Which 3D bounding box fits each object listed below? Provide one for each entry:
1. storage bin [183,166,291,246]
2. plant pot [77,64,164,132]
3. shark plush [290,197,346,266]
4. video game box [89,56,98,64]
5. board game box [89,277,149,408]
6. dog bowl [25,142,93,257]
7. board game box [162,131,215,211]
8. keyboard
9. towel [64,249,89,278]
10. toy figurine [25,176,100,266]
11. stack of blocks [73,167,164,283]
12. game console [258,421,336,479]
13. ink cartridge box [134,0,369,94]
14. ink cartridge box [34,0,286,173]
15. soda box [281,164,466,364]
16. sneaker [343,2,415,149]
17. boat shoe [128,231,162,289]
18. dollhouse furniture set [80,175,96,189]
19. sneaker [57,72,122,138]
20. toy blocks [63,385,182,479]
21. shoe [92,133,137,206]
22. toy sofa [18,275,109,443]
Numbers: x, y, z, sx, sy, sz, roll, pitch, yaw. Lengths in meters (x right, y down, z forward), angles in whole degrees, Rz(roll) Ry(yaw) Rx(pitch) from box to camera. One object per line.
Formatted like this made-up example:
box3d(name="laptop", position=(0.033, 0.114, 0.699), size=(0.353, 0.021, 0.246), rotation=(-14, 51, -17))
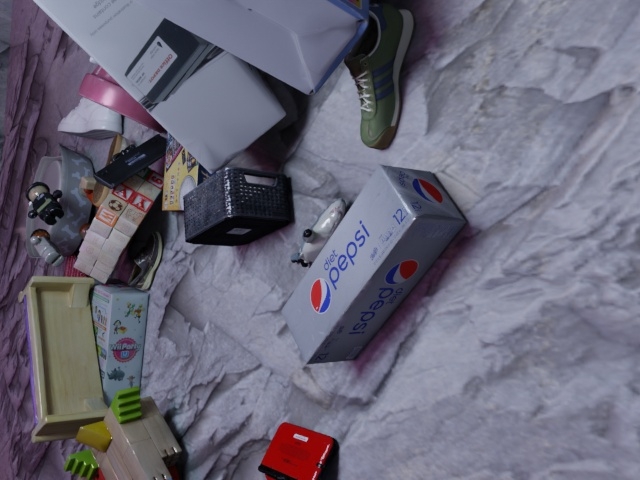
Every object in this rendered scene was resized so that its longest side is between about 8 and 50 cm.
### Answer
box3d(name="storage bin", position=(-0.144, -0.052, 1.157), size=(0.180, 0.122, 0.084), rotation=(-22, 69, 51))
box3d(name="plant pot", position=(-0.404, -0.358, 1.501), size=(0.201, 0.201, 0.180), rotation=(29, 95, 51))
box3d(name="shark plush", position=(0.000, 0.000, 1.040), size=(0.161, 0.073, 0.067), rotation=(116, 164, -59))
box3d(name="video game box", position=(-0.348, -0.419, 1.386), size=(0.048, 0.187, 0.205), rotation=(-8, 68, 50))
box3d(name="board game box", position=(-0.514, 0.258, 1.661), size=(0.224, 0.098, 0.303), rotation=(12, 98, 53))
box3d(name="dog bowl", position=(-0.770, -0.109, 2.017), size=(0.349, 0.102, 0.348), rotation=(-21, 63, 50))
box3d(name="board game box", position=(-0.268, -0.180, 1.408), size=(0.165, 0.042, 0.243), rotation=(4, 90, 54))
box3d(name="keyboard", position=(-0.409, -0.176, 1.496), size=(0.108, 0.180, 0.023), rotation=(29, 145, 36))
box3d(name="towel", position=(-0.707, 0.162, 1.990), size=(0.275, 0.031, 0.198), rotation=(40, 121, 50))
box3d(name="toy figurine", position=(-0.650, -0.052, 1.773), size=(0.148, 0.213, 0.209), rotation=(41, 132, 37))
box3d(name="stack of blocks", position=(-0.472, -0.024, 1.568), size=(0.297, 0.087, 0.171), rotation=(-47, 17, 42))
box3d(name="game console", position=(-0.021, 0.360, 1.041), size=(0.144, 0.085, 0.124), rotation=(-4, 53, 53))
box3d(name="ink cartridge box", position=(-0.077, -0.425, 0.918), size=(0.151, 0.270, 0.395), rotation=(-43, 34, 41))
box3d(name="ink cartridge box", position=(-0.256, -0.335, 1.066), size=(0.166, 0.395, 0.285), rotation=(-36, 40, 8))
box3d(name="soda box", position=(0.060, 0.039, 0.894), size=(0.286, 0.091, 0.098), rotation=(-57, 46, 34))
box3d(name="sneaker", position=(0.064, -0.223, 0.917), size=(0.064, 0.086, 0.192), rotation=(24, 106, 53))
box3d(name="boat shoe", position=(-0.402, 0.048, 1.563), size=(0.056, 0.049, 0.152), rotation=(45, 122, 47))
box3d(name="dollhouse furniture set", position=(-0.553, -0.170, 1.741), size=(0.081, 0.114, 0.091), rotation=(43, 123, 52))
box3d(name="sneaker", position=(-0.623, -0.370, 1.872), size=(0.293, 0.108, 0.169), rotation=(4, 88, 44))
box3d(name="toy blocks", position=(-0.380, 0.521, 1.409), size=(0.261, 0.191, 0.381), rotation=(50, 126, 30))
box3d(name="shoe", position=(-0.491, -0.165, 1.642), size=(0.077, 0.058, 0.219), rotation=(-32, 40, 40))
box3d(name="toy sofa", position=(-0.597, 0.273, 1.566), size=(0.177, 0.150, 0.362), rotation=(-42, 55, 42))
